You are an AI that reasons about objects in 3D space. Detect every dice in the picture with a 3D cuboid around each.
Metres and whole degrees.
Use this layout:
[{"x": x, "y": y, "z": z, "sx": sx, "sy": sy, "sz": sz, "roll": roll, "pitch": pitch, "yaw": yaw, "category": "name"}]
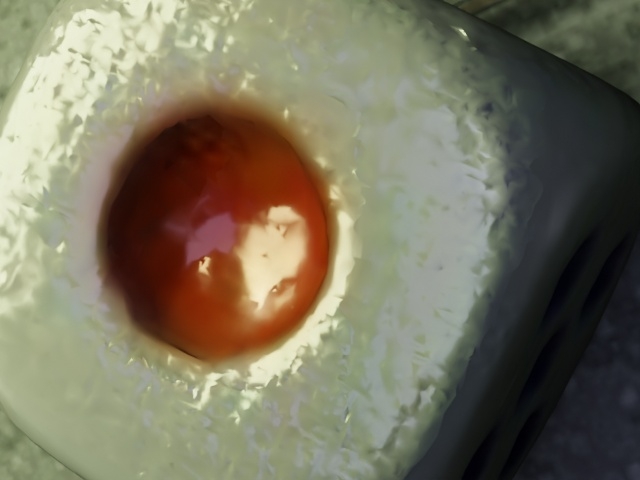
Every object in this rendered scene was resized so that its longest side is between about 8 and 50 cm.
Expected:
[{"x": 0.000, "y": 0.000, "z": 0.491, "sx": 0.193, "sy": 0.192, "sz": 0.194, "roll": 26, "pitch": 100, "yaw": 18, "category": "dice"}]
